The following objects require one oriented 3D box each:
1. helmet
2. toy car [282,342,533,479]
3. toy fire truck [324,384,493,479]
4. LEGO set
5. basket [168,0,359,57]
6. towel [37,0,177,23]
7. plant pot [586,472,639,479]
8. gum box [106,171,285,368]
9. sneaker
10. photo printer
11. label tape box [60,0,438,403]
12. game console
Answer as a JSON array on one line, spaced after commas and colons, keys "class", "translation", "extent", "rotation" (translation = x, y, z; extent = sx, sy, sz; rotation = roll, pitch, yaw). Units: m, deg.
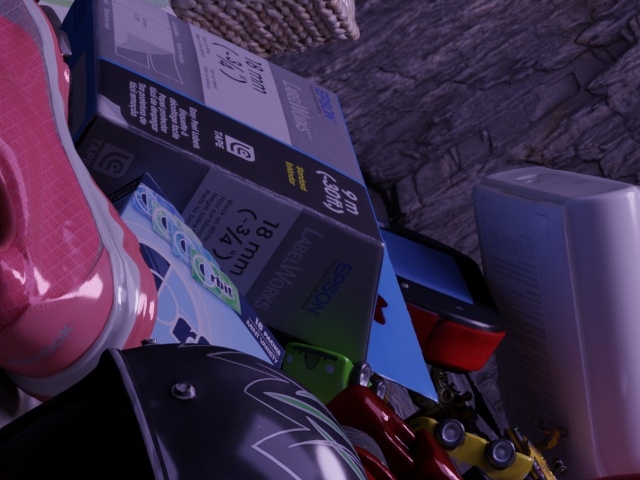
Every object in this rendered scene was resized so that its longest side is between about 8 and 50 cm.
[{"class": "helmet", "translation": [-0.054, 0.123, 0.604], "extent": [0.169, 0.161, 0.169], "rotation": [54, 6, -9]}, {"class": "toy car", "translation": [0.023, 0.133, 1.147], "extent": [0.239, 0.053, 0.225], "rotation": [12, -17, 25]}, {"class": "toy fire truck", "translation": [-0.009, 0.138, 0.813], "extent": [0.246, 0.158, 0.217], "rotation": [49, 2, -7]}, {"class": "LEGO set", "translation": [0.108, 0.173, 1.423], "extent": [0.255, 0.192, 0.331], "rotation": [53, 6, -21]}, {"class": "basket", "translation": [-0.122, -0.392, 1.822], "extent": [0.328, 0.266, 0.331], "rotation": [31, 50, -79]}, {"class": "towel", "translation": [-0.159, -0.151, 1.373], "extent": [0.248, 0.038, 0.325], "rotation": [6, 42, -52]}, {"class": "plant pot", "translation": [0.229, 0.353, 1.203], "extent": [0.275, 0.275, 0.243], "rotation": [-102, 167, -74]}, {"class": "gum box", "translation": [-0.094, 0.065, 0.939], "extent": [0.157, 0.041, 0.184], "rotation": [53, 22, -17]}, {"class": "sneaker", "translation": [-0.189, -0.066, 0.801], "extent": [0.314, 0.116, 0.136], "rotation": [58, 8, 26]}, {"class": "photo printer", "translation": [0.245, 0.092, 1.495], "extent": [0.256, 0.107, 0.308], "rotation": [-156, -125, -74]}, {"class": "label tape box", "translation": [-0.044, -0.042, 1.157], "extent": [0.333, 0.106, 0.241], "rotation": [25, 25, -22]}, {"class": "game console", "translation": [0.000, 0.000, 1.464], "extent": [0.342, 0.060, 0.386], "rotation": [26, 9, -3]}]
